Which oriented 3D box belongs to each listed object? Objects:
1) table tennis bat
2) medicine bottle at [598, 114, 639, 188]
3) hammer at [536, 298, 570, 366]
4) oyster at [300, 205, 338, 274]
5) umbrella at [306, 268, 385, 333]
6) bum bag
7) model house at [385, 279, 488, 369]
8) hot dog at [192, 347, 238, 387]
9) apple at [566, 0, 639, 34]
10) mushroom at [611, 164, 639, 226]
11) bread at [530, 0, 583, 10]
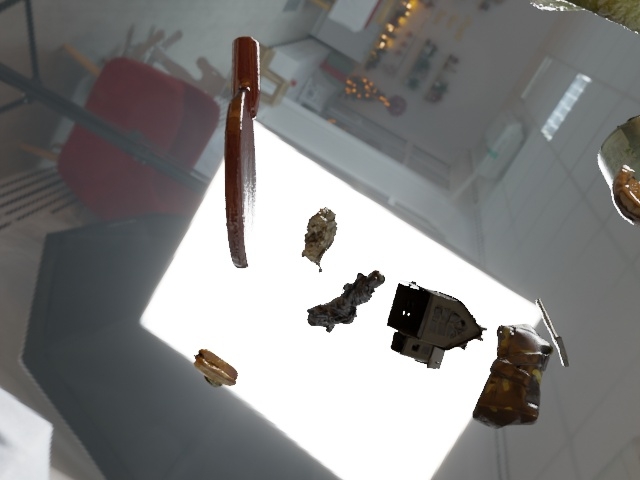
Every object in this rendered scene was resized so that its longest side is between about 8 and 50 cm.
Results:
[{"bbox_3d":[-0.128,-0.154,1.224,0.268,0.051,0.414,88,1,-72],"label":"table tennis bat"},{"bbox_3d":[0.910,-0.162,1.941,0.290,0.245,0.245,-97,-153,-43],"label":"medicine bottle"},{"bbox_3d":[0.427,0.158,1.351,0.013,0.062,0.199,-18,-159,11],"label":"hammer"},{"bbox_3d":[0.001,-0.005,1.421,0.105,0.056,0.177,-62,167,-17],"label":"oyster"},{"bbox_3d":[0.061,0.136,1.572,0.224,0.080,0.071,-41,-140,38],"label":"umbrella"},{"bbox_3d":[0.336,0.229,1.252,0.060,0.107,0.232,88,25,-46],"label":"bum bag"},{"bbox_3d":[0.322,0.238,1.910,0.211,0.243,0.204,17,-91,67],"label":"model house"},{"bbox_3d":[-0.221,0.270,1.509,0.041,0.133,0.056,-19,-135,29],"label":"hot dog"},{"bbox_3d":[0.413,-0.398,1.007,0.254,0.346,0.179,9,117,-52],"label":"apple"},{"bbox_3d":[0.726,-0.089,1.666,0.209,0.094,0.072,-118,-148,-43],"label":"mushroom"},{"bbox_3d":[0.540,-0.562,1.395,0.338,0.187,0.155,151,-65,-80],"label":"bread"}]
